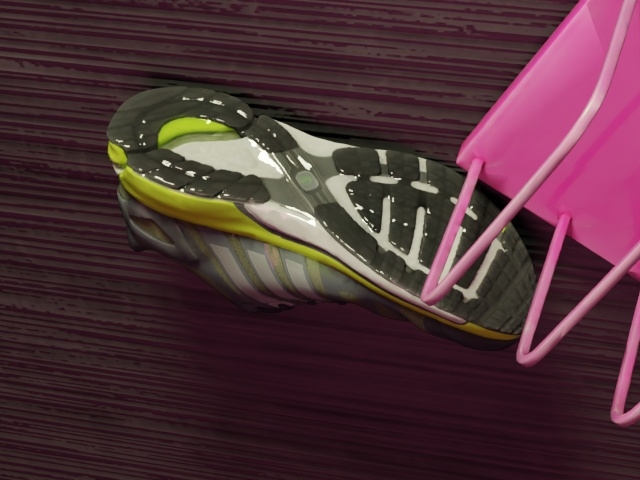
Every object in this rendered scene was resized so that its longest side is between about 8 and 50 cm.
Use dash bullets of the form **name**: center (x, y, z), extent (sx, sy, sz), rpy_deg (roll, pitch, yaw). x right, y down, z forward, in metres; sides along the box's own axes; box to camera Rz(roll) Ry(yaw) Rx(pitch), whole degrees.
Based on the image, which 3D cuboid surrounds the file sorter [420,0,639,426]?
- **file sorter**: center (0.232, 0.012, 1.120), extent (0.290, 0.182, 0.202), rpy_deg (32, 132, -7)

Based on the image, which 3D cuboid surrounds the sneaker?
- **sneaker**: center (0.000, 0.000, 1.269), extent (0.300, 0.111, 0.121), rpy_deg (24, 143, 8)
